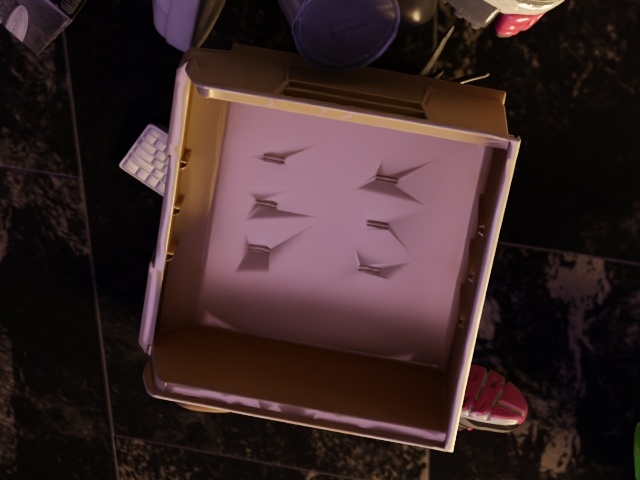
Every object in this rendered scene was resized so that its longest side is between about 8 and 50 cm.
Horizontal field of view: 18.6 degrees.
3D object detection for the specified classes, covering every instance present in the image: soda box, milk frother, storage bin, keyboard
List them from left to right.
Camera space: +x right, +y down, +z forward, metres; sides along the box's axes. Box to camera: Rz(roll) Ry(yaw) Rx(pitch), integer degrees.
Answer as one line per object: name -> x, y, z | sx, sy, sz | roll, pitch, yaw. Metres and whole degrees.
soda box -> -0.279, -0.239, 1.656 | 0.169, 0.053, 0.060 | 41, 129, -14
keyboard -> -0.063, -0.018, 1.787 | 0.256, 0.014, 0.072 | 34, 131, -9
storage bin -> 0.000, 0.000, 1.522 | 0.260, 0.123, 0.262 | 10, 113, 0
milk frother -> 0.018, -0.229, 1.504 | 0.129, 0.134, 0.143 | -19, 128, -5

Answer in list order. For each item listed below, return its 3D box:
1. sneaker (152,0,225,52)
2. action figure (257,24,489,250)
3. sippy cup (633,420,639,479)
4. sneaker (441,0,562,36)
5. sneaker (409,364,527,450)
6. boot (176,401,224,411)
sneaker -> -0.138, -0.298, 1.532 | 0.169, 0.108, 0.292 | 17, 122, 8
action figure -> 0.013, -0.068, 1.632 | 0.276, 0.141, 0.164 | -37, 98, 34
sippy cup -> 0.410, 0.252, 1.717 | 0.224, 0.305, 0.240 | -12, 80, 15
sneaker -> 0.078, -0.285, 1.441 | 0.299, 0.121, 0.112 | 36, 141, -14
sneaker -> 0.114, 0.160, 1.839 | 0.170, 0.063, 0.075 | 6, 129, 22
boot -> -0.069, 0.071, 1.812 | 0.197, 0.073, 0.152 | -17, 119, 14
